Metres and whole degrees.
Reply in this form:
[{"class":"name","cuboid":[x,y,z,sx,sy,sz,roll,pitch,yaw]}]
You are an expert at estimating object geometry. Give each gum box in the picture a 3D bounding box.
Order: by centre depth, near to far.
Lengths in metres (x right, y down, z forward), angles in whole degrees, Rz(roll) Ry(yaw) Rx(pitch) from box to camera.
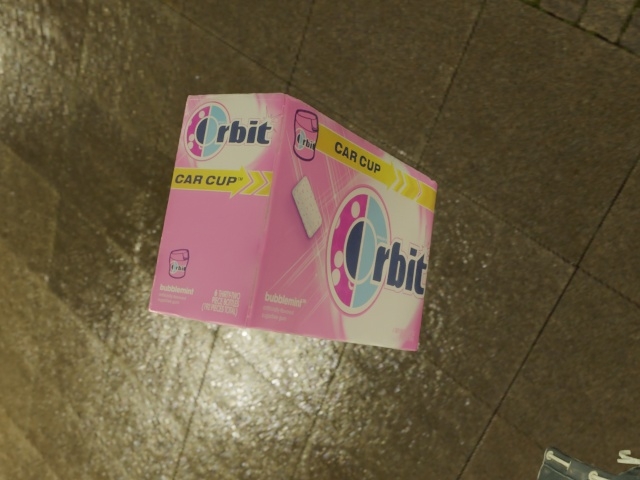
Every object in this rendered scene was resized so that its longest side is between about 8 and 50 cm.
[{"class":"gum box","cuboid":[0.000,0.000,0.444,0.062,0.188,0.107,5,83,32]}]

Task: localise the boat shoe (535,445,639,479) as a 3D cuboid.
[{"class":"boat shoe","cuboid":[0.280,0.224,0.683,0.254,0.095,0.079,-20,50,65]}]
